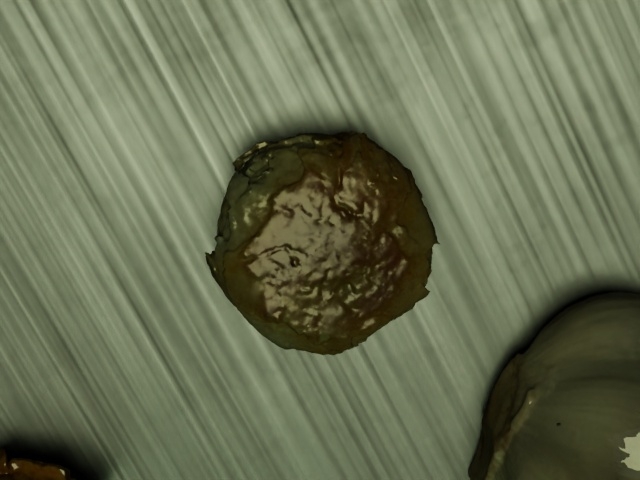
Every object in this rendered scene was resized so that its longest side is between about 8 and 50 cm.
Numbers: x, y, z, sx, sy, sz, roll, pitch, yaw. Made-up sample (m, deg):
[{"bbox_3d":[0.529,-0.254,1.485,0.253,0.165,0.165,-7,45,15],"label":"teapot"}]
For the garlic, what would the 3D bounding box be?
[{"bbox_3d":[0.201,0.153,0.917,0.178,0.143,0.229,14,97,-4],"label":"garlic"}]

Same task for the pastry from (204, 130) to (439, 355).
[{"bbox_3d":[0.002,0.001,0.896,0.153,0.081,0.153,0,102,1],"label":"pastry"}]

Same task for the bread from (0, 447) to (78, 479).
[{"bbox_3d":[-0.262,0.259,0.928,0.147,0.160,0.261,35,109,-4],"label":"bread"}]
